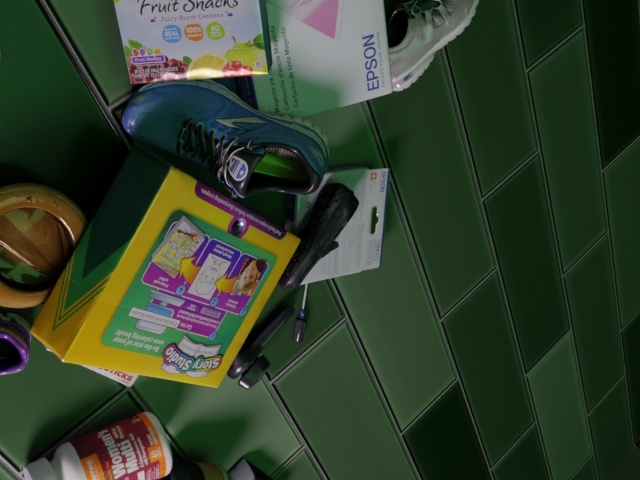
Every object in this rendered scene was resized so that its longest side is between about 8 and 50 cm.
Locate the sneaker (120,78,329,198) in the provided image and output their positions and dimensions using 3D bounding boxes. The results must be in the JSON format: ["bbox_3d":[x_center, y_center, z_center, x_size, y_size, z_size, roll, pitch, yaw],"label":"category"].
[{"bbox_3d":[-0.139,-0.151,1.080,0.330,0.147,0.129,13,122,-12],"label":"sneaker"}]

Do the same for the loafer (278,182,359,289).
[{"bbox_3d":[0.000,0.000,1.302,0.078,0.076,0.223,37,80,-32],"label":"loafer"}]

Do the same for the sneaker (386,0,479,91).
[{"bbox_3d":[0.197,-0.418,1.325,0.281,0.105,0.115,-54,132,-6],"label":"sneaker"}]

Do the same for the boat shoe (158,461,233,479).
[{"bbox_3d":[-0.342,0.630,1.300,0.156,0.187,0.500,35,81,-37],"label":"boat shoe"}]

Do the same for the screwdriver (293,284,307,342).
[{"bbox_3d":[-0.035,0.127,1.431,0.025,0.024,0.169,-26,127,-63],"label":"screwdriver"}]

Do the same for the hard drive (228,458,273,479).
[{"bbox_3d":[-0.195,0.599,1.482,0.254,0.054,0.172,-48,131,-12],"label":"hard drive"}]

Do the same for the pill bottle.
[{"bbox_3d":[-0.376,0.385,1.199,0.221,0.121,0.121,-17,119,-33],"label":"pill bottle"}]

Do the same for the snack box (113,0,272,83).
[{"bbox_3d":[-0.182,-0.323,1.011,0.207,0.070,0.174,-3,117,4],"label":"snack box"}]

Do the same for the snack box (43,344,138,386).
[{"bbox_3d":[-0.370,0.186,1.184,0.064,0.022,0.178,-55,132,-5],"label":"snack box"}]

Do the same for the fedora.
[{"bbox_3d":[-0.429,0.002,1.018,0.194,0.079,0.194,-17,119,-33],"label":"fedora"}]

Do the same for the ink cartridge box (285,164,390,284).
[{"bbox_3d":[0.031,-0.035,1.394,0.224,0.045,0.223,-9,112,-34],"label":"ink cartridge box"}]

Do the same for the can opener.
[{"bbox_3d":[-0.114,0.200,1.379,0.073,0.059,0.186,42,69,-15],"label":"can opener"}]

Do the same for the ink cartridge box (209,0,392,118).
[{"bbox_3d":[-0.059,-0.346,1.102,0.330,0.071,0.324,-19,124,-12],"label":"ink cartridge box"}]

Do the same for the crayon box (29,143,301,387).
[{"bbox_3d":[-0.228,0.063,1.142,0.313,0.106,0.363,-60,146,-1],"label":"crayon box"}]

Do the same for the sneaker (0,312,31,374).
[{"bbox_3d":[-0.519,0.152,0.995,0.236,0.104,0.095,6,106,-39],"label":"sneaker"}]
